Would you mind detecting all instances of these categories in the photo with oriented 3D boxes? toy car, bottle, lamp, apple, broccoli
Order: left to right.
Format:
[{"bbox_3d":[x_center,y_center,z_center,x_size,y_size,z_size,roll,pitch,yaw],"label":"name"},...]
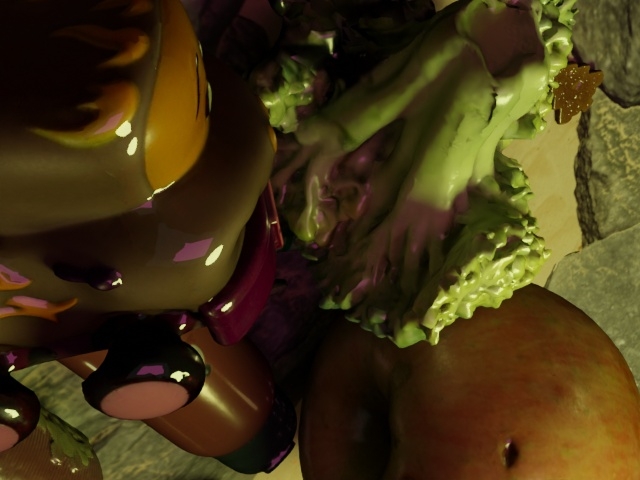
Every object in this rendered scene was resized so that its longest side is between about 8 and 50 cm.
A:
[{"bbox_3d":[-0.317,0.236,0.599,0.180,0.180,0.258,-38,128,-4],"label":"lamp"},{"bbox_3d":[-0.196,-0.033,0.414,0.340,0.271,0.240,-14,144,-3],"label":"toy car"},{"bbox_3d":[-0.142,0.135,0.656,0.144,0.144,0.336,-38,126,-4],"label":"bottle"},{"bbox_3d":[0.072,-0.092,0.525,0.293,0.281,0.348,11,67,-13],"label":"broccoli"},{"bbox_3d":[0.166,0.224,0.713,0.346,0.391,0.392,15,108,-30],"label":"apple"}]

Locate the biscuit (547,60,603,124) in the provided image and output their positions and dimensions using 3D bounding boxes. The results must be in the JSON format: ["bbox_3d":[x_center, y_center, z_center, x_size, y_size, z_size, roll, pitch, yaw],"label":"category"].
[{"bbox_3d":[0.312,-0.190,0.791,0.092,0.016,0.082,26,107,-33],"label":"biscuit"}]

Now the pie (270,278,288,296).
[{"bbox_3d":[-0.074,0.054,0.694,0.084,0.084,0.021,-11,91,-21],"label":"pie"}]

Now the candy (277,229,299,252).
[{"bbox_3d":[0.001,-0.002,0.707,0.323,0.097,0.097,-3,117,-35],"label":"candy"}]
